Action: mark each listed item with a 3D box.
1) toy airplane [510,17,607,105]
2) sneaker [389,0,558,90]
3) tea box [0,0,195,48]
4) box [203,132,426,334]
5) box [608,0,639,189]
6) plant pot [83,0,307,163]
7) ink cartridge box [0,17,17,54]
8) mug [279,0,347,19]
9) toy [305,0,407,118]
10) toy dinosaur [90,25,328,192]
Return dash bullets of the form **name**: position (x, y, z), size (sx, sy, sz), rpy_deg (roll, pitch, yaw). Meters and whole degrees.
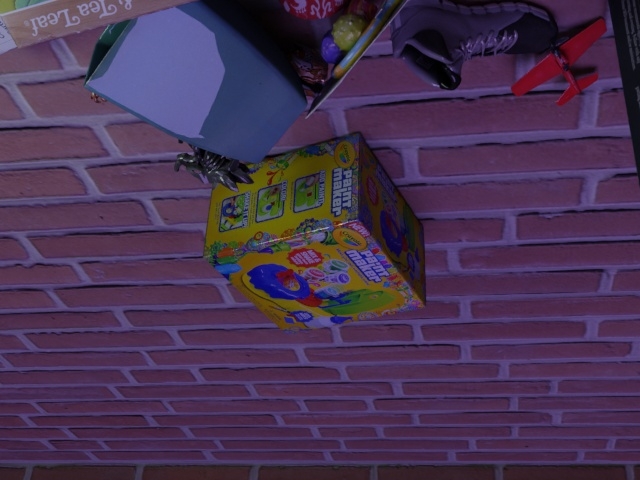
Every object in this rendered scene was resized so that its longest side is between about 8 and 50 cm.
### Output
- **toy airplane**: position (0.334, -0.232, 1.160), size (0.151, 0.028, 0.151), rpy_deg (-21, 150, -13)
- **sneaker**: position (0.197, -0.242, 1.097), size (0.228, 0.132, 0.086), rpy_deg (5, 147, -2)
- **tea box**: position (-0.165, -0.389, 0.751), size (0.328, 0.220, 0.324), rpy_deg (-10, 123, 20)
- **box**: position (0.000, 0.000, 1.447), size (0.279, 0.177, 0.290), rpy_deg (-14, 143, 23)
- **box**: position (0.508, -0.212, 0.919), size (0.178, 0.343, 0.312), rpy_deg (20, 145, -22)
- **plant pot**: position (-0.140, -0.214, 1.049), size (0.234, 0.166, 0.165), rpy_deg (33, 111, -24)
- **ink cartridge box**: position (-0.462, -0.368, 1.034), size (0.330, 0.072, 0.324), rpy_deg (-16, 142, 25)
- **mug**: position (-0.022, -0.361, 0.989), size (0.150, 0.113, 0.169), rpy_deg (41, 160, 22)
- **toy**: position (0.052, -0.268, 1.041), size (0.056, 0.137, 0.237), rpy_deg (42, 120, -11)
- **toy dinosaur**: position (-0.152, -0.213, 1.209), size (0.321, 0.164, 0.219), rpy_deg (14, 134, 17)
